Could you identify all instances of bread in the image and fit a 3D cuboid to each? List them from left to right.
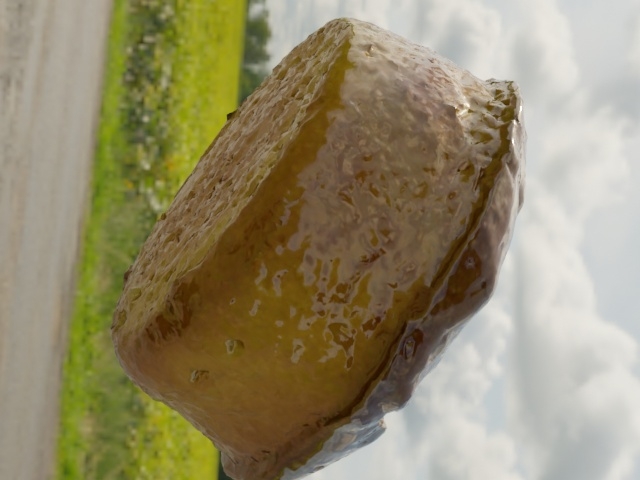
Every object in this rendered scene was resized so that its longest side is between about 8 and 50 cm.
[{"bbox_3d":[-0.002,0.005,0.807,0.312,0.172,0.312,-51,-164,21],"label":"bread"}]
